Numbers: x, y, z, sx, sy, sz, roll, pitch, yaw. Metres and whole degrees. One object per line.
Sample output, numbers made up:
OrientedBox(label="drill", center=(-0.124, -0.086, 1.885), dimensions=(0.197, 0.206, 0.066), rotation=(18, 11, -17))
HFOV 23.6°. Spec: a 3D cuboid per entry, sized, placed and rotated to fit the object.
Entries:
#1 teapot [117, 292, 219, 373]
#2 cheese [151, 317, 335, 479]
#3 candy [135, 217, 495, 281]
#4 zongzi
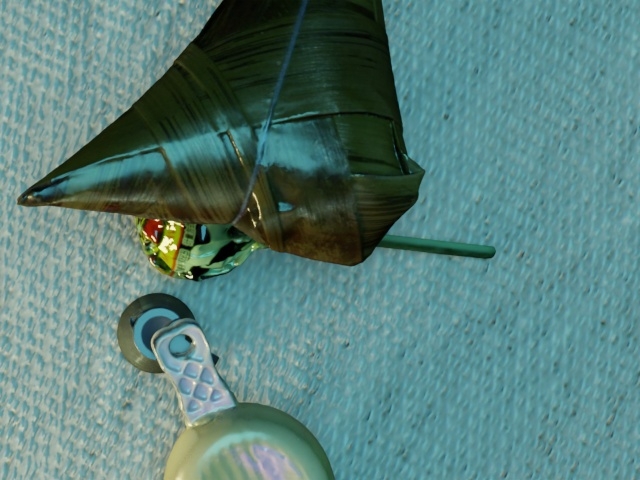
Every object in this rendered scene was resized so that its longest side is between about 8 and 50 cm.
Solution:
OrientedBox(label="teapot", center=(-0.122, 0.080, 1.239), dimensions=(0.088, 0.057, 0.066), rotation=(28, 85, -5))
OrientedBox(label="cheese", center=(-0.072, 0.167, 1.215), dimensions=(0.137, 0.064, 0.227), rotation=(-26, 105, -7))
OrientedBox(label="candy", center=(0.000, 0.000, 1.262), dimensions=(0.305, 0.083, 0.091), rotation=(7, 126, -16))
OrientedBox(label="zongzi", center=(-0.087, -0.130, 1.168), dimensions=(0.300, 0.138, 0.286), rotation=(0, 66, -19))
